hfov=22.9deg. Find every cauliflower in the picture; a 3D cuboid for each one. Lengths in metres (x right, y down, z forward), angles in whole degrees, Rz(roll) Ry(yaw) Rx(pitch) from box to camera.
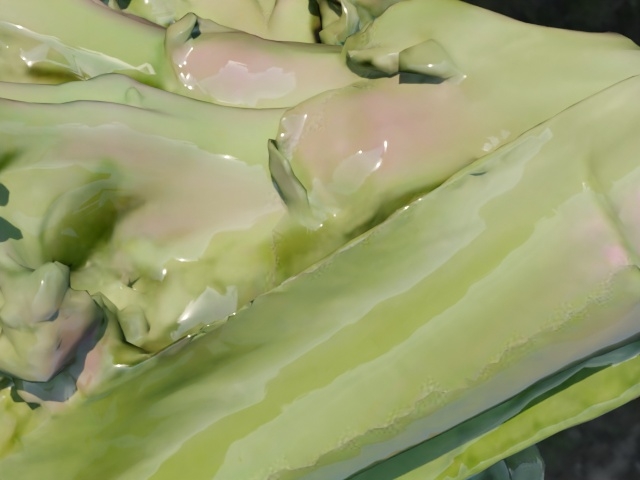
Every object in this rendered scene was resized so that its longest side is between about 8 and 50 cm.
[{"bbox_3d":[0.000,0.000,0.412,0.315,0.256,0.239,-12,-169,34],"label":"cauliflower"}]
